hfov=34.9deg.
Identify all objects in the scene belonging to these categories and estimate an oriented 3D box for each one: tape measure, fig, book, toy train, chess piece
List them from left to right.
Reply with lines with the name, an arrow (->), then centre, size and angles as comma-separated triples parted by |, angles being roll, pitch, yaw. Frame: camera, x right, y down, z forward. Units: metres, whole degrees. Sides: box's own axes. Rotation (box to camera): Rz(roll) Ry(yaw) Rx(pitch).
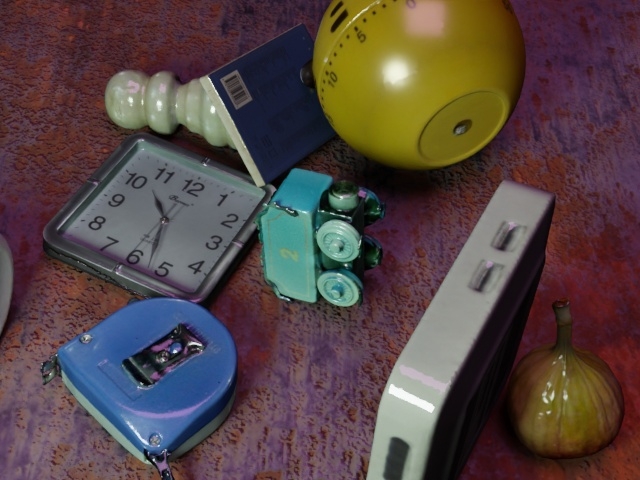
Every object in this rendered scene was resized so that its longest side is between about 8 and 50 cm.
chess piece -> -0.234, -0.223, 1.664 | 0.243, 0.133, 0.133 | 6, 48, 6
tape measure -> -0.169, 0.216, 1.301 | 0.351, 0.098, 0.215 | 40, 57, 23
book -> -0.063, -0.222, 1.632 | 0.269, 0.025, 0.191 | -41, 108, -46
toy train -> 0.000, 0.000, 1.441 | 0.163, 0.203, 0.112 | 14, 43, 18
fig -> 0.301, 0.175, 1.322 | 0.160, 0.230, 0.143 | -44, 24, -29

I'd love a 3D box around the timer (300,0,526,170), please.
timer -> 0.137, -0.308, 1.633 | 0.376, 0.376, 0.387 | -14, 55, -18

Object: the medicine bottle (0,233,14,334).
medicine bottle -> -0.612, 0.048, 1.319 | 0.371, 0.211, 0.211 | 12, 48, 4

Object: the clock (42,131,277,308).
clock -> -0.237, -0.028, 1.535 | 0.273, 0.049, 0.279 | 23, 50, 13

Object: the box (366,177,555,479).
box -> 0.166, 0.157, 1.206 | 0.090, 0.367, 0.373 | 24, 51, 16
